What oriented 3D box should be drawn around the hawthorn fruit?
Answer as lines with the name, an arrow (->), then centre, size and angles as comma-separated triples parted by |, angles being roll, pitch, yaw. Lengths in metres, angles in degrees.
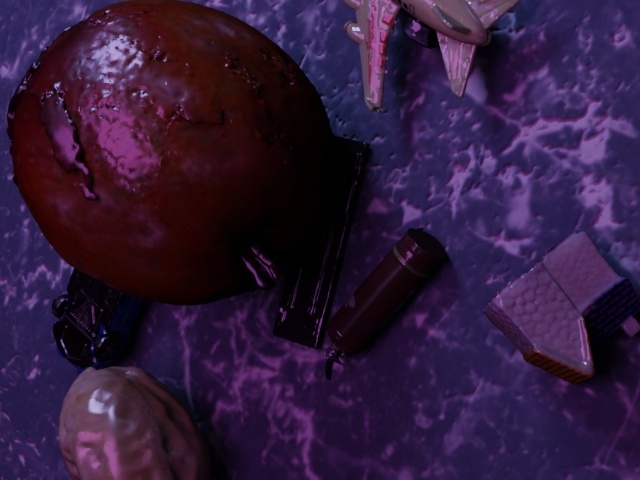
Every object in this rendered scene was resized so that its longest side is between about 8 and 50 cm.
hawthorn fruit -> -0.131, -0.084, 1.391 | 0.316, 0.316, 0.315 | -8, 78, 40

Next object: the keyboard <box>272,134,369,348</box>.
keyboard -> 0.000, 0.000, 1.438 | 0.061, 0.013, 0.204 | 16, 93, 41

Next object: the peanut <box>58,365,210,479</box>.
peanut -> -0.171, 0.270, 1.463 | 0.149, 0.149, 0.313 | -24, 68, 35

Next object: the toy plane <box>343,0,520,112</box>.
toy plane -> 0.078, -0.240, 1.360 | 0.244, 0.092, 0.229 | 46, 115, 36

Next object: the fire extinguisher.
fire extinguisher -> 0.050, 0.056, 1.367 | 0.158, 0.043, 0.064 | -50, 25, 23

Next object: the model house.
model house -> 0.204, 0.061, 1.217 | 0.101, 0.088, 0.100 | -39, 81, -7

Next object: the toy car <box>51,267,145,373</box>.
toy car -> -0.221, 0.043, 1.588 | 0.103, 0.063, 0.216 | 37, 113, 39
